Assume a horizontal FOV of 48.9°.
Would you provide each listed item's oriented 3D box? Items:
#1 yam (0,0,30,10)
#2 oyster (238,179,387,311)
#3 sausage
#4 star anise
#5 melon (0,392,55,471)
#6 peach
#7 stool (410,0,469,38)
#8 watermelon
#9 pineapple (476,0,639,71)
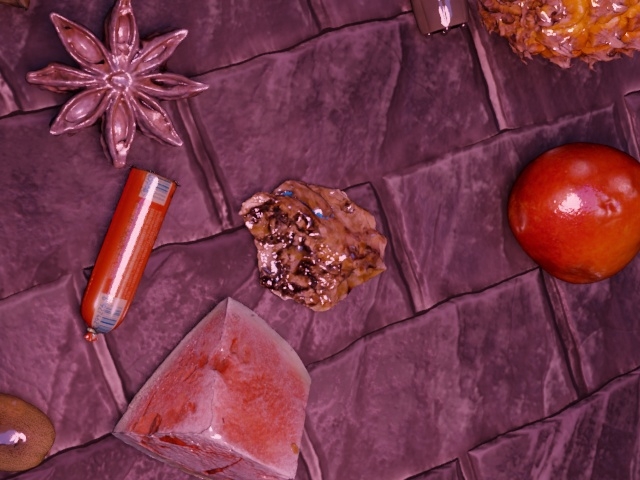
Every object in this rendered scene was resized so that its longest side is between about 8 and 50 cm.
[{"bbox_3d":[-0.521,-0.429,0.909,0.300,0.195,0.195,9,88,-15],"label":"yam"},{"bbox_3d":[0.000,0.000,1.105,0.223,0.083,0.214,-24,99,-20],"label":"oyster"},{"bbox_3d":[-0.290,0.024,1.029,0.083,0.083,0.263,22,87,-14],"label":"sausage"},{"bbox_3d":[-0.294,-0.231,1.012,0.236,0.109,0.223,27,92,-30],"label":"star anise"},{"bbox_3d":[-0.452,0.263,0.979,0.162,0.099,0.099,24,85,-10],"label":"melon"},{"bbox_3d":[0.418,-0.044,1.150,0.244,0.199,0.243,-3,104,-13],"label":"peach"},{"bbox_3d":[0.192,-0.390,1.143,0.096,0.096,0.110,-17,98,-14],"label":"stool"},{"bbox_3d":[-0.130,0.233,1.010,0.213,0.201,0.261,38,77,-20],"label":"watermelon"},{"bbox_3d":[0.403,-0.439,1.078,0.300,0.352,0.352,-6,92,-23],"label":"pineapple"}]
